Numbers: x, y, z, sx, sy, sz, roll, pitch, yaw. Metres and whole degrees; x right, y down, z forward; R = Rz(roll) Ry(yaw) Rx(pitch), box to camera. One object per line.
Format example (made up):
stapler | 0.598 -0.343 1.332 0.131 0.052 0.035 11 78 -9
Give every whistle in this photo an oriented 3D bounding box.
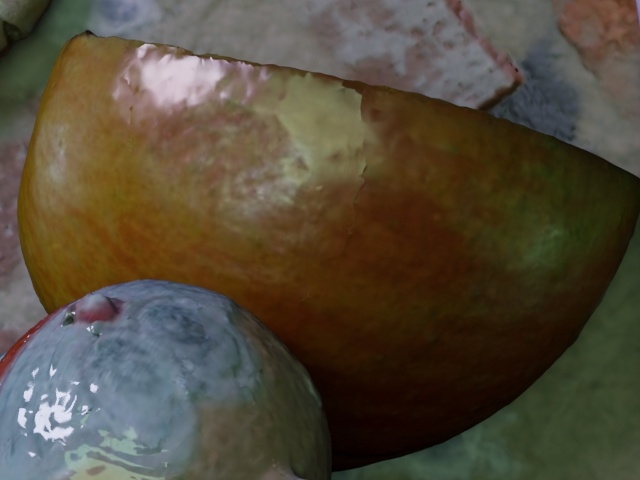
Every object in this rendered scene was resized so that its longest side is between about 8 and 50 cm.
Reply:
whistle | -0.130 0.102 0.813 0.348 0.189 0.189 0 85 44

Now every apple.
apple | 0.000 0.000 0.900 0.346 0.254 0.179 12 45 2

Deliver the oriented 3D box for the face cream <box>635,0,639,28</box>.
face cream | 0.244 -0.037 0.918 0.154 0.096 0.273 5 74 5

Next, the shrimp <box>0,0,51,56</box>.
shrimp | -0.284 -0.126 0.946 0.178 0.075 0.289 44 90 12
